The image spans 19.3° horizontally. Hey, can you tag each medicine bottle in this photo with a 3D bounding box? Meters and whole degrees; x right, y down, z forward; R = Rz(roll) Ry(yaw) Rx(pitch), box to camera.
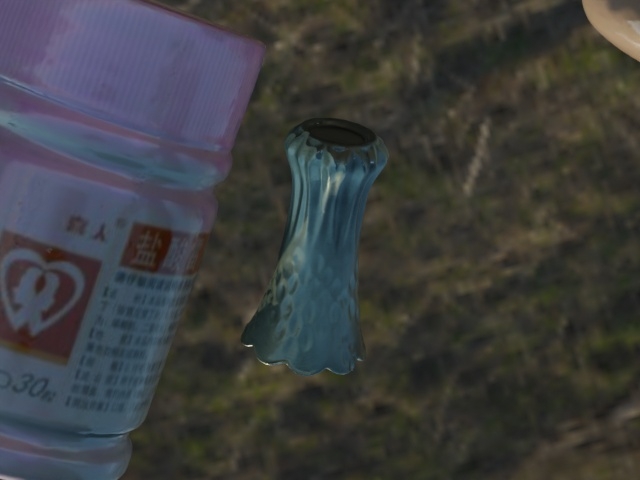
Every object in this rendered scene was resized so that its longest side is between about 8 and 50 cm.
[{"bbox_3d":[-0.175,-0.015,1.246,0.202,0.315,0.202,19,-173,-3],"label":"medicine bottle"}]

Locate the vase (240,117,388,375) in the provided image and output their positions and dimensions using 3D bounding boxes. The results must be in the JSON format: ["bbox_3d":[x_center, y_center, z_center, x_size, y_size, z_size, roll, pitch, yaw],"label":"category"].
[{"bbox_3d":[0.000,0.000,1.148,0.081,0.081,0.148,-5,118,-26],"label":"vase"}]

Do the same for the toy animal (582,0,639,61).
[{"bbox_3d":[0.271,-0.182,1.130,0.221,0.229,0.210,-37,143,23],"label":"toy animal"}]
